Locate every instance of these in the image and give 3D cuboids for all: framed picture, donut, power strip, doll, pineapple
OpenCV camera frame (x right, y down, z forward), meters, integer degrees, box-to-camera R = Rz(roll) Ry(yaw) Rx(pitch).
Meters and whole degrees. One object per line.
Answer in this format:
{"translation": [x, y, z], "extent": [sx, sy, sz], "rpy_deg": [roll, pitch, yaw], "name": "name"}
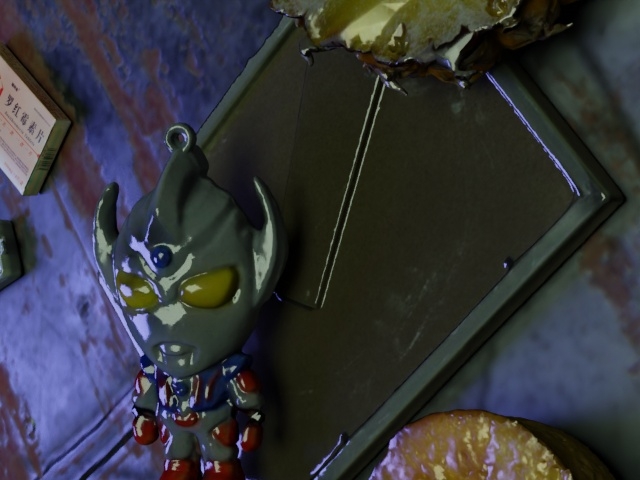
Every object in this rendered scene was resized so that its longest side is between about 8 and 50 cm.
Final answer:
{"translation": [0.000, 0.000, 0.787], "extent": [0.289, 0.016, 0.213], "rpy_deg": [-51, 57, 29], "name": "framed picture"}
{"translation": [0.081, 0.148, 0.679], "extent": [0.152, 0.058, 0.152], "rpy_deg": [-1, 89, 43], "name": "donut"}
{"translation": [-0.226, 0.019, 0.991], "extent": [0.090, 0.016, 0.040], "rpy_deg": [-29, 69, 37], "name": "power strip"}
{"translation": [-0.069, 0.036, 0.796], "extent": [0.104, 0.062, 0.195], "rpy_deg": [2, 96, 44], "name": "doll"}
{"translation": [0.051, -0.169, 0.714], "extent": [0.221, 0.047, 0.221], "rpy_deg": [-8, 76, 33], "name": "pineapple"}

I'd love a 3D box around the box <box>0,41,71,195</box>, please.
{"translation": [-0.196, -0.078, 0.968], "extent": [0.093, 0.015, 0.058], "rpy_deg": [46, 120, 32], "name": "box"}
